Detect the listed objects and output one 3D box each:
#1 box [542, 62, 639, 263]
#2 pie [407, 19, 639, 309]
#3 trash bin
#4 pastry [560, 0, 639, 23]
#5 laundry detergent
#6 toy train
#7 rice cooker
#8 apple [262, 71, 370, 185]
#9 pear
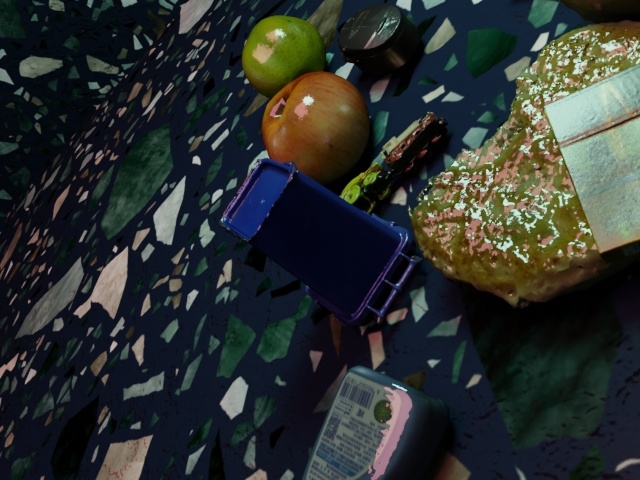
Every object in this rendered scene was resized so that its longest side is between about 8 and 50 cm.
[{"bbox_3d":[0.307,-0.083,0.692,0.121,0.030,0.193,-23,54,22],"label":"box"},{"bbox_3d":[0.273,-0.085,0.797,0.371,0.078,0.296,-47,41,8],"label":"pie"},{"bbox_3d":[0.000,0.000,0.963,0.162,0.234,0.184,-57,31,-3],"label":"trash bin"},{"bbox_3d":[0.335,-0.346,0.810,0.237,0.256,0.170,22,96,14],"label":"pastry"},{"bbox_3d":[0.035,0.295,0.799,0.143,0.094,0.290,15,77,50],"label":"laundry detergent"},{"bbox_3d":[0.099,-0.105,1.100,0.250,0.053,0.085,-45,28,16],"label":"toy train"},{"bbox_3d":[0.106,-0.361,1.274,0.112,0.106,0.165,-60,28,-6],"label":"rice cooker"},{"bbox_3d":[-0.011,-0.193,1.220,0.209,0.164,0.209,-36,36,32],"label":"apple"},{"bbox_3d":[-0.063,-0.366,1.465,0.180,0.166,0.216,-39,61,4],"label":"pear"}]
